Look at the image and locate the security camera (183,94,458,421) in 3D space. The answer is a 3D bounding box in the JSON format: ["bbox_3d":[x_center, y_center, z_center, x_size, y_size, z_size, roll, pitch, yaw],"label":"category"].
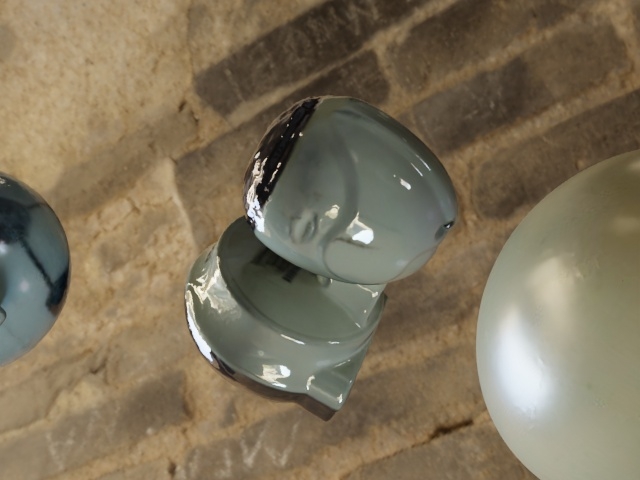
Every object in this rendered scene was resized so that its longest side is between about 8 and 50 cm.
[{"bbox_3d":[0.000,0.000,0.755,0.277,0.191,0.197,-59,179,39],"label":"security camera"}]

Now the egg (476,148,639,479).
[{"bbox_3d":[0.178,0.054,0.449,0.186,0.241,0.186,4,-126,-5],"label":"egg"}]

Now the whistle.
[{"bbox_3d":[-0.270,0.012,0.613,0.163,0.163,0.290,-49,-150,-10],"label":"whistle"}]
